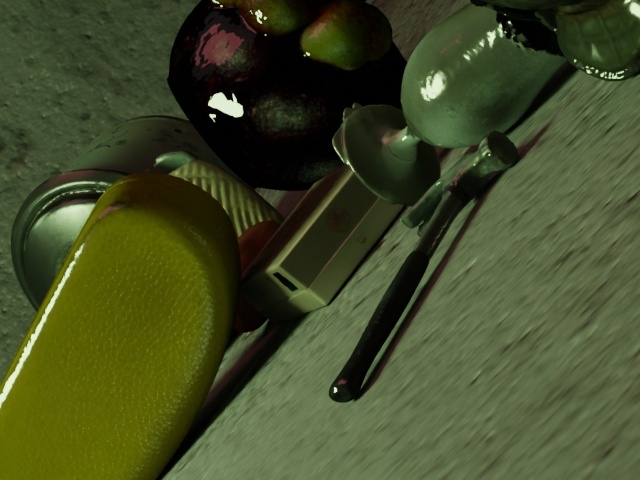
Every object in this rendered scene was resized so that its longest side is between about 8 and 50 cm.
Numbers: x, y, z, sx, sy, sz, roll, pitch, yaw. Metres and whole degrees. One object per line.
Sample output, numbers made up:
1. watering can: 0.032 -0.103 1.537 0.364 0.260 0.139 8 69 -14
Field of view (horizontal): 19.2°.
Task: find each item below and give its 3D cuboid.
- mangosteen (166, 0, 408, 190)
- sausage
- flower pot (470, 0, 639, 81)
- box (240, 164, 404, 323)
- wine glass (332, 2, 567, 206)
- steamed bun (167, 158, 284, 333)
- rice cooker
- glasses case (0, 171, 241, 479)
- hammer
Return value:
1. mangosteen: -0.038 -0.190 2.001 0.233 0.287 0.287 -31 6 -4
2. sausage: -0.065 0.034 1.892 0.077 0.077 0.194 -48 6 20
3. flower pot: 0.176 -0.269 1.225 0.302 0.213 0.302 -52 15 20
4. box: 0.000 0.000 1.717 0.141 0.058 0.201 -52 8 -16
5. wine glass: 0.109 -0.121 1.476 0.222 0.103 0.103 -43 10 45
6. steamed bun: -0.147 0.044 2.044 0.239 0.170 0.152 -50 -17 -22
7. rice cooker: -0.220 -0.002 2.304 0.316 0.264 0.316 -46 6 7
8. glasses case: -0.188 0.115 1.745 0.371 0.173 0.141 -60 5 20
9. hammer: 0.059 0.026 1.321 0.103 0.029 0.246 -42 12 50
